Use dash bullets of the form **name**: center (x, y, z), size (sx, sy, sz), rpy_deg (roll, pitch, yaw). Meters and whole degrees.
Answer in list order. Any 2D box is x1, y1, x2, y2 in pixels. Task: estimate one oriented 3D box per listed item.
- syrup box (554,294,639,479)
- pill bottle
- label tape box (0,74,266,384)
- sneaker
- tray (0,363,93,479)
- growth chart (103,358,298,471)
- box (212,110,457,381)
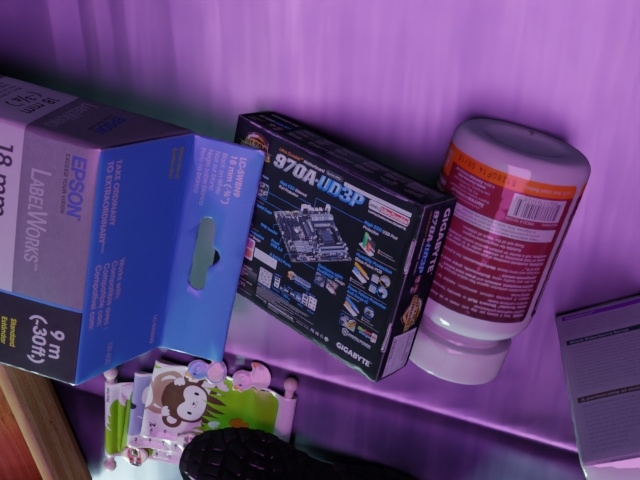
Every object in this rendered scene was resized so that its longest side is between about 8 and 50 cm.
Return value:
- **syrup box**: center (0.270, 0.146, 0.677), size (0.096, 0.237, 0.093), rpy_deg (-17, 108, 19)
- **pill bottle**: center (0.149, 0.012, 0.710), size (0.121, 0.121, 0.221), rpy_deg (17, 114, 4)
- **label tape box**: center (-0.242, -0.005, 0.715), size (0.334, 0.106, 0.240), rpy_deg (16, 115, 4)
- **sneaker**: center (-0.027, 0.306, 0.868), size (0.283, 0.107, 0.124), rpy_deg (19, 121, -5)
- **tray**: center (-0.432, 0.149, 0.912), size (0.203, 0.076, 0.410), rpy_deg (-10, 111, 15)
- **growth chart**: center (-0.143, 0.207, 0.906), size (0.237, 0.021, 0.172), rpy_deg (4, 114, 7)
- **box**: center (0.000, 0.000, 0.720), size (0.220, 0.051, 0.175), rpy_deg (29, 119, 32)
